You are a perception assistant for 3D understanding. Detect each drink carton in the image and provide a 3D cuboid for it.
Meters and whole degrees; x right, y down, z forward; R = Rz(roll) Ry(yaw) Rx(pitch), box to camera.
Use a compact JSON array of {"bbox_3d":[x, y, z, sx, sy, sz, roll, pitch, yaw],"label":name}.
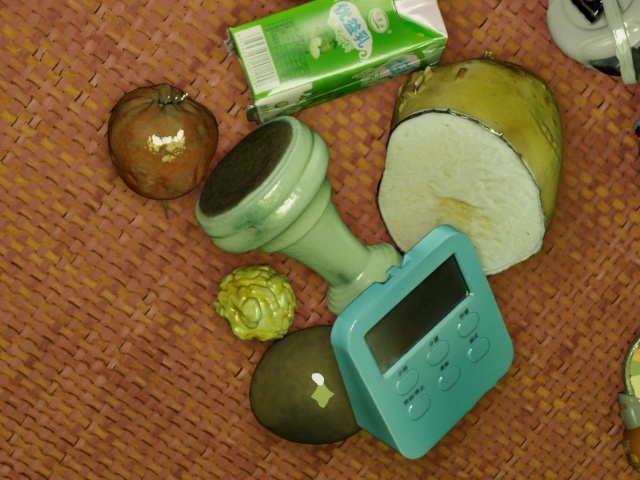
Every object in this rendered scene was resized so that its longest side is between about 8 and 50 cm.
[{"bbox_3d":[0.020,-0.244,1.674,0.271,0.161,0.108,-18,86,-1],"label":"drink carton"}]

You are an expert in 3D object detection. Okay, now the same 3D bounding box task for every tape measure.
[{"bbox_3d":[0.387,-0.311,1.682,0.120,0.236,0.197,16,123,-43],"label":"tape measure"}]

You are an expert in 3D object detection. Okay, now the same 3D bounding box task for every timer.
[{"bbox_3d":[0.135,0.130,1.691,0.232,0.091,0.250,-41,137,-20],"label":"timer"}]

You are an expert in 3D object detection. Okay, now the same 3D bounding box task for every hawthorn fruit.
[{"bbox_3d":[-0.206,-0.110,1.696,0.149,0.149,0.189,2,99,-6],"label":"hawthorn fruit"}]

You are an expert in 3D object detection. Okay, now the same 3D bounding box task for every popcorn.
[{"bbox_3d":[-0.085,0.090,1.775,0.121,0.116,0.106,4,143,28],"label":"popcorn"}]

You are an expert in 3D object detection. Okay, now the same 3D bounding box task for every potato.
[{"bbox_3d":[0.209,-0.108,1.723,0.247,0.196,0.299,21,140,14],"label":"potato"}]

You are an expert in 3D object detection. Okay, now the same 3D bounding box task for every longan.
[{"bbox_3d":[-0.006,0.201,1.791,0.187,0.167,0.167,-16,106,20],"label":"longan"}]

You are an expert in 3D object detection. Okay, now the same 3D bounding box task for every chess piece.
[{"bbox_3d":[0.000,0.000,1.709,0.194,0.194,0.299,-43,117,5],"label":"chess piece"}]

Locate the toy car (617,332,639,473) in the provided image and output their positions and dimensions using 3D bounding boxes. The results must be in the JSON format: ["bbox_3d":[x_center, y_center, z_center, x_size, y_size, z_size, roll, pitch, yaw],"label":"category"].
[{"bbox_3d":[0.517,0.224,1.874,0.235,0.145,0.235,0,87,5],"label":"toy car"}]

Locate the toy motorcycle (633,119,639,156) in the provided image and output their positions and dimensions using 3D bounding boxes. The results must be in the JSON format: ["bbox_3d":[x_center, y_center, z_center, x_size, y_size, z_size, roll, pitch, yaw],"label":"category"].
[{"bbox_3d":[0.496,-0.219,1.735,0.134,0.207,0.400,4,89,-8],"label":"toy motorcycle"}]
